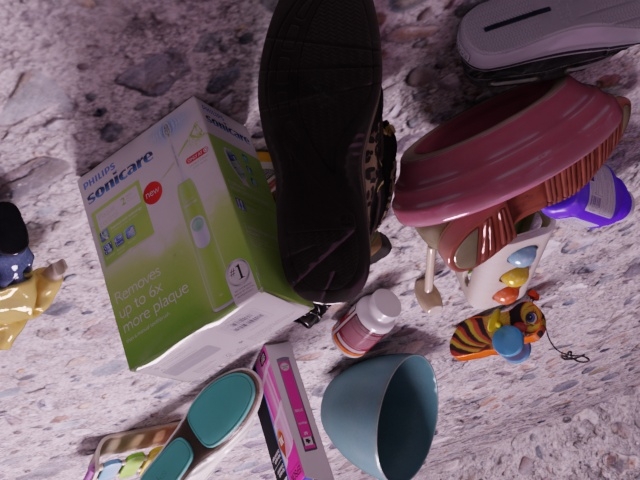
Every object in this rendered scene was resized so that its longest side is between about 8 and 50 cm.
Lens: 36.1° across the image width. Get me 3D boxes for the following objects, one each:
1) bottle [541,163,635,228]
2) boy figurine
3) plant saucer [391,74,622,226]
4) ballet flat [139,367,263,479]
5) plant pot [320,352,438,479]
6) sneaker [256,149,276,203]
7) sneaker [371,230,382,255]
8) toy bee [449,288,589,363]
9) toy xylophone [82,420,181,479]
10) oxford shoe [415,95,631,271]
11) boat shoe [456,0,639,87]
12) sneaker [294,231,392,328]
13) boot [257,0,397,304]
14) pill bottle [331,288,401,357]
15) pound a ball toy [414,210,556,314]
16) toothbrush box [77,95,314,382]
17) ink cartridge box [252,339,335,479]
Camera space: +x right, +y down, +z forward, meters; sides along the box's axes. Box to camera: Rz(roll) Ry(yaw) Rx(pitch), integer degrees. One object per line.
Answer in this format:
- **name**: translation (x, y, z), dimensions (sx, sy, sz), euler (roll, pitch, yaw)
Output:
- **bottle**: translation (0.467, -0.081, 1.708), dimensions (0.092, 0.118, 0.283), euler (-9, 168, 36)
- **boy figurine**: translation (-0.436, 0.061, 1.349), dimensions (0.177, 0.092, 0.285), euler (-13, 153, -17)
- **plant saucer**: translation (0.237, -0.133, 1.333), dimensions (0.332, 0.084, 0.332), euler (-27, -169, 6)
- **ballet flat**: translation (-0.235, 0.419, 2.066), dimensions (0.400, 0.139, 0.139), euler (-50, 146, 14)
- **plant pot**: translation (0.117, 0.389, 2.222), dimensions (0.195, 0.290, 0.290), euler (5, 169, 33)
- **sneaker**: translation (-0.028, -0.066, 1.404), dimensions (0.225, 0.093, 0.088), euler (-2, 148, -35)
- **sneaker**: translation (0.000, 0.000, 1.565), dimensions (0.192, 0.064, 0.086), euler (-15, 133, 1)
- **toy bee**: translation (0.446, 0.196, 2.223), dimensions (0.298, 0.162, 0.195), euler (4, 162, 4)
- **toy xylophone**: translation (-0.378, 0.486, 2.206), dimensions (0.323, 0.081, 0.236), euler (-10, 152, -21)
- **oxford shoe**: translation (0.310, -0.122, 1.526), dimensions (0.397, 0.146, 0.140), euler (-35, 142, -13)
- **boat shoe**: translation (0.337, -0.282, 1.265), dimensions (0.335, 0.121, 0.119), euler (-11, 162, 3)
- **sneaker**: translation (-0.007, 0.075, 1.648), dimensions (0.286, 0.130, 0.109), euler (-24, 152, 4)
- **boot**: translation (0.024, -0.136, 1.202), dimensions (0.138, 0.377, 0.284), euler (-2, -168, 10)
- **pill bottle**: translation (0.092, 0.161, 1.929), dimensions (0.086, 0.086, 0.152), euler (-1, 148, -36)
- **pound a ball toy**: translation (0.300, 0.047, 1.812), dimensions (0.208, 0.136, 0.319), euler (-17, 153, -10)
- **toothbrush box**: translation (-0.161, 0.002, 1.219), dimensions (0.206, 0.283, 0.122), euler (-31, 151, 20)
- **ink cartridge box**: translation (-0.054, 0.402, 1.957), dimensions (0.069, 0.371, 0.176), euler (-9, 150, -23)
